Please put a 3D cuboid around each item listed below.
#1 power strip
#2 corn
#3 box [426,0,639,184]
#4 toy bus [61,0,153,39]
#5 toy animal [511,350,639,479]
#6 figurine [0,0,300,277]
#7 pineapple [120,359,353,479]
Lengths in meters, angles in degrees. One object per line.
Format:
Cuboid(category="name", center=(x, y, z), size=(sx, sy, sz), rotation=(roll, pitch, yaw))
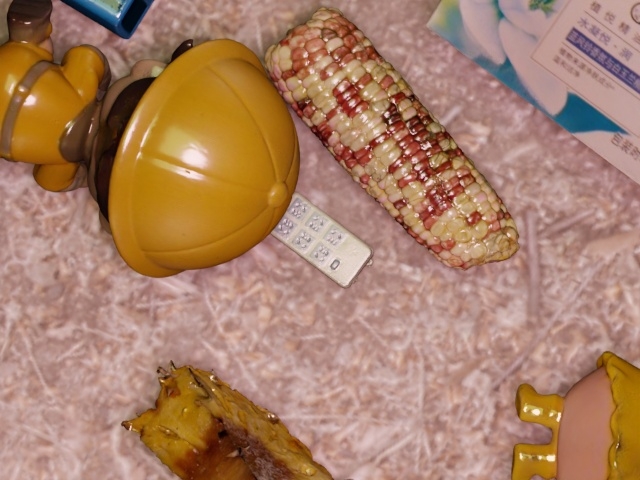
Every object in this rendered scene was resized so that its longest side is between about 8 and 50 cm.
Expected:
Cuboid(category="power strip", center=(0.000, 0.000, 1.593), size=(0.090, 0.016, 0.040), rotation=(37, 87, 5))
Cuboid(category="corn", center=(0.058, -0.073, 1.564), size=(0.086, 0.086, 0.253), rotation=(-41, 88, -1))
Cuboid(category="box", center=(0.250, -0.173, 1.498), size=(0.274, 0.116, 0.203), rotation=(38, 130, 4))
Cuboid(category="toy bus", center=(-0.212, -0.246, 1.587), size=(0.185, 0.090, 0.106), rotation=(31, 89, 4))
Cuboid(category="toy animal", center=(0.262, 0.158, 1.509), size=(0.230, 0.156, 0.156), rotation=(3, 85, 6))
Cuboid(category="figurine", center=(-0.143, -0.073, 1.524), size=(0.257, 0.167, 0.192), rotation=(14, 120, 1))
Cuboid(category="pineapple", center=(-0.041, 0.196, 1.525), size=(0.079, 0.135, 0.233), rotation=(-51, 57, 18))
